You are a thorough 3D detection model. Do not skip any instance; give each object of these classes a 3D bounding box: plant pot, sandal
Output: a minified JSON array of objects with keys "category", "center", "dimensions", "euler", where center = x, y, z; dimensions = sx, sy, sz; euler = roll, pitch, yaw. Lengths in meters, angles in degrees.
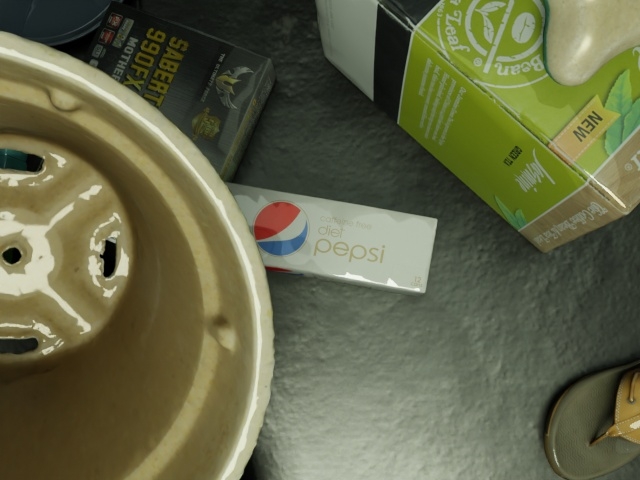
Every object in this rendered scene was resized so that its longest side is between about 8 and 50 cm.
[{"category":"plant pot","center":[-0.230,0.036,0.457],"dimensions":[0.333,0.305,0.334],"euler":[-4,102,-18]},{"category":"sandal","center":[0.310,0.154,0.601],"dimensions":[0.219,0.060,0.090],"euler":[-19,81,0]}]

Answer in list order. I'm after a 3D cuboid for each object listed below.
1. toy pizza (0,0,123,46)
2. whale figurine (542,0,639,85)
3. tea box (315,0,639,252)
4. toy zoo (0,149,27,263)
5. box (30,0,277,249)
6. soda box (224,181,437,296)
[{"category":"toy pizza","center":[-0.297,-0.305,0.722],"dimensions":[0.201,0.032,0.201],"euler":[-1,80,4]},{"category":"whale figurine","center":[0.145,-0.244,0.431],"dimensions":[0.216,0.141,0.272],"euler":[-28,104,0]},{"category":"tea box","center":[0.218,-0.222,0.583],"dimensions":[0.323,0.220,0.329],"euler":[43,86,8]},{"category":"toy zoo","center":[-0.382,-0.083,0.666],"dimensions":[0.192,0.030,0.293],"euler":[0,81,21]},{"category":"box","center":[-0.173,-0.107,0.672],"dimensions":[0.183,0.056,0.231],"euler":[23,84,7]},{"category":"soda box","center":[0.000,0.000,0.639],"dimensions":[0.216,0.069,0.074],"euler":[10,82,5]}]
